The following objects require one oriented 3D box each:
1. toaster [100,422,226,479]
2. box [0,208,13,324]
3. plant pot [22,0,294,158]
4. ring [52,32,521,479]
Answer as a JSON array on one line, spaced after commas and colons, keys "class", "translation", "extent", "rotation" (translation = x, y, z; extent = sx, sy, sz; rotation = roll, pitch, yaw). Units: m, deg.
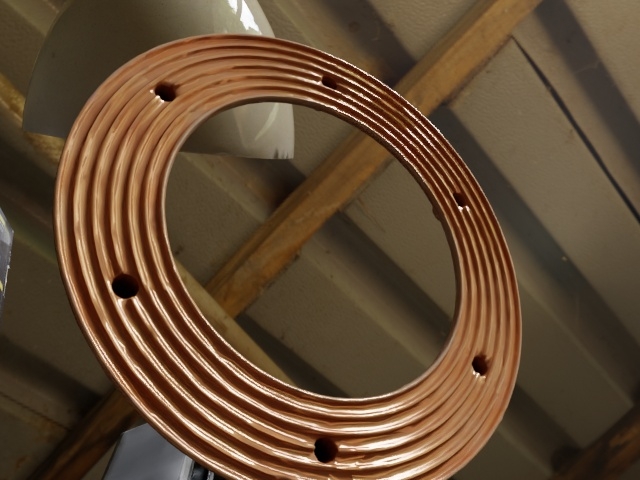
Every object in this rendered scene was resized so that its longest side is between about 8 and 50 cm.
[{"class": "toaster", "translation": [-0.126, 0.270, 0.545], "extent": [0.110, 0.185, 0.168], "rotation": [-28, -71, 10]}, {"class": "box", "translation": [-0.415, -0.035, 0.567], "extent": [0.097, 0.318, 0.394], "rotation": [-10, -43, -9]}, {"class": "plant pot", "translation": [-0.161, -0.198, 0.651], "extent": [0.284, 0.284, 0.190], "rotation": [4, -80, -16]}, {"class": "ring", "translation": [0.000, 0.000, 0.408], "extent": [0.337, 0.336, 0.032], "rotation": [19, -35, -21]}]
